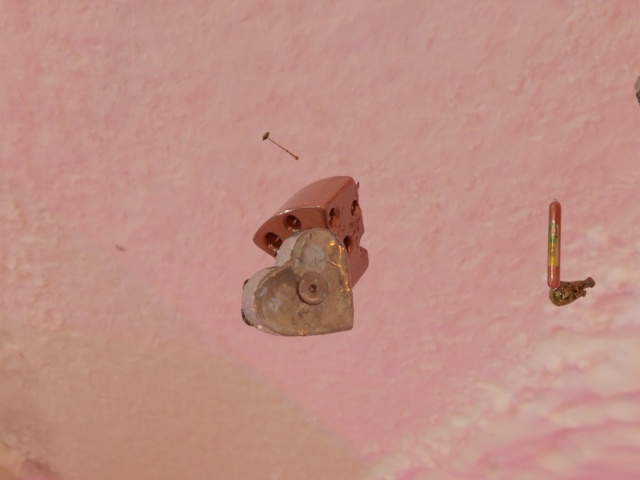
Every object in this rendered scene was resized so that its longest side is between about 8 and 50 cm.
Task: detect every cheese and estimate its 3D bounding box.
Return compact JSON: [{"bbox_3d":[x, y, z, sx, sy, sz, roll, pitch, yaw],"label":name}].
[{"bbox_3d":[-0.022,-0.017,1.144,0.176,0.128,0.203,10,129,29],"label":"cheese"}]

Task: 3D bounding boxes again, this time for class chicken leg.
[{"bbox_3d":[0.724,0.140,1.778,0.093,0.178,0.070,2,102,56],"label":"chicken leg"}]

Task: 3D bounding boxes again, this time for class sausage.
[{"bbox_3d":[0.542,0.010,1.449,0.029,0.223,0.029,5,168,1],"label":"sausage"}]

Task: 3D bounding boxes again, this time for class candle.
[{"bbox_3d":[-0.020,0.083,0.982,0.168,0.192,0.068,44,160,-13],"label":"candle"}]

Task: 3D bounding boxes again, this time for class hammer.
[{"bbox_3d":[-0.107,-0.254,1.696,0.123,0.029,0.014,36,-174,15],"label":"hammer"}]

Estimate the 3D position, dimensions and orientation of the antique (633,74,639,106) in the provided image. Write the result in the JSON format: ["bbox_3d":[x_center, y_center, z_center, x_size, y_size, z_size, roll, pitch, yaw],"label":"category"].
[{"bbox_3d":[0.628,-0.265,1.044,0.182,0.088,0.086,-23,103,25],"label":"antique"}]
